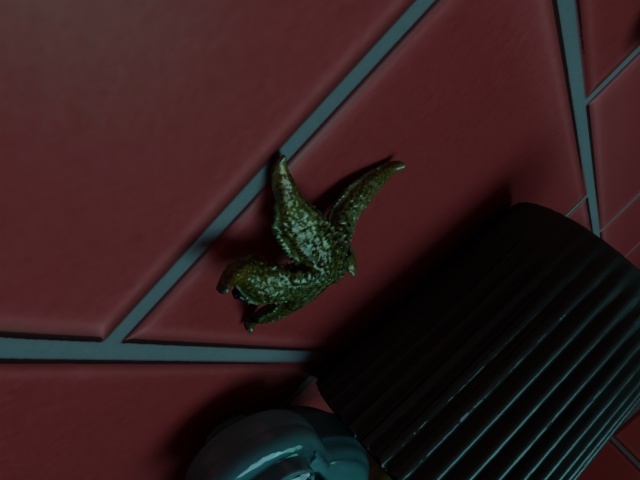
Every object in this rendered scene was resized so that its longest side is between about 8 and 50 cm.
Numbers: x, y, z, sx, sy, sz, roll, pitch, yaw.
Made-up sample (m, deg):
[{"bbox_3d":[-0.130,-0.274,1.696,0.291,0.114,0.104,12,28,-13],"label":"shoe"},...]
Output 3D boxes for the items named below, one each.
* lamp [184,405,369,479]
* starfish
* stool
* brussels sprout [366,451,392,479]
[{"bbox_3d":[-0.051,0.265,0.740,0.209,0.147,0.284,-37,161,-8],"label":"lamp"},{"bbox_3d":[0.000,0.000,0.503,0.176,0.053,0.208,-50,164,-8],"label":"starfish"},{"bbox_3d":[0.212,0.153,0.806,0.330,0.297,0.297,-46,157,-3],"label":"stool"},{"bbox_3d":[0.087,0.439,1.127,0.371,0.276,0.314,-33,143,-37],"label":"brussels sprout"}]
